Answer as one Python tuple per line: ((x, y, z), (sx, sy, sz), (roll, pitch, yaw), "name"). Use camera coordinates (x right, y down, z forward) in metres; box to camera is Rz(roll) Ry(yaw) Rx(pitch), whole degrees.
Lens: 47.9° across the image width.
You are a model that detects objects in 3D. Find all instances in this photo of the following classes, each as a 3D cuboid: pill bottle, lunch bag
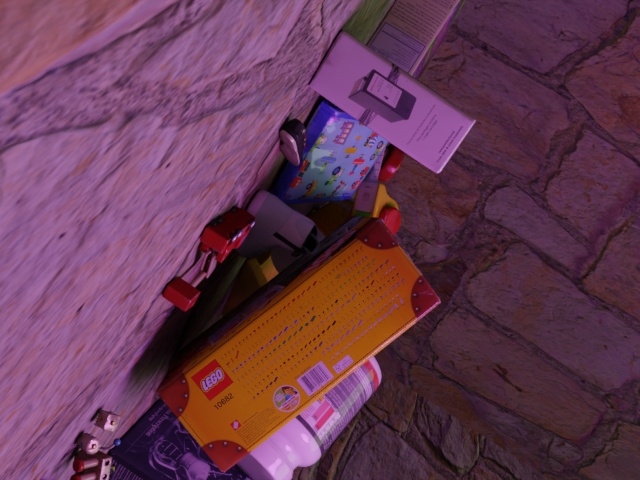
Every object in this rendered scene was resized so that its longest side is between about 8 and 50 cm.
((0.000, 0.000, 1.732), (0.245, 0.136, 0.136), (-33, 161, -40), "pill bottle")
((0.017, -0.188, 1.506), (0.221, 0.138, 0.293), (-56, 167, 23), "lunch bag")
((-0.040, 0.385, 1.669), (0.363, 0.210, 0.210), (-45, 170, -30), "pill bottle")

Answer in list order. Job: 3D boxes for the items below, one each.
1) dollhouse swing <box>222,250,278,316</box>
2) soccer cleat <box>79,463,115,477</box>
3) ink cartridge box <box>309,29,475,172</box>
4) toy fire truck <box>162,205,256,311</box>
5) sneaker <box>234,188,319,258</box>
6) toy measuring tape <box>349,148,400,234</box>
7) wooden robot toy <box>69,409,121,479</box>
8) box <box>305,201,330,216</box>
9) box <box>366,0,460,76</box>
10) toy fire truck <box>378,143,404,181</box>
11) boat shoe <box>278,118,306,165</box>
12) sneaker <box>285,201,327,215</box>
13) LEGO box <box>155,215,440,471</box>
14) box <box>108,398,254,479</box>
((-0.014, 0.187, 1.855), (0.346, 0.305, 0.315), (-22, 152, -41), "dollhouse swing")
((-0.429, 0.447, 1.358), (0.072, 0.060, 0.179), (-53, 177, -33), "soccer cleat")
((0.132, -0.244, 1.296), (0.115, 0.273, 0.198), (-56, 176, 12), "ink cartridge box")
((-0.181, 0.026, 1.202), (0.135, 0.047, 0.192), (-59, 176, 22), "toy fire truck")
((-0.084, 0.005, 1.451), (0.094, 0.151, 0.256), (-57, 177, -22), "sneaker")
((0.142, -0.113, 1.677), (0.121, 0.121, 0.330), (-11, 114, -84), "toy measuring tape")
((-0.395, 0.367, 1.215), (0.076, 0.079, 0.173), (10, 91, -50), "wooden robot toy")
((-0.071, 0.034, 2.183), (0.395, 0.097, 0.318), (-51, 171, -52), "box")
((0.189, -0.432, 1.613), (0.243, 0.117, 0.213), (-57, 176, -5), "box")
((0.135, -0.295, 1.863), (0.302, 0.169, 0.254), (-57, -166, 6), "toy fire truck")
((-0.046, -0.172, 1.282), (0.042, 0.049, 0.133), (-48, 169, -14), "boat shoe")
((-0.019, -0.132, 1.761), (0.212, 0.080, 0.094), (-49, 159, -56), "sneaker")
((-0.048, 0.175, 1.432), (0.500, 0.193, 0.372), (-38, -175, -3), "LEGO box")
((-0.310, 0.544, 1.695), (0.179, 0.312, 0.343), (-59, 176, 22), "box")
